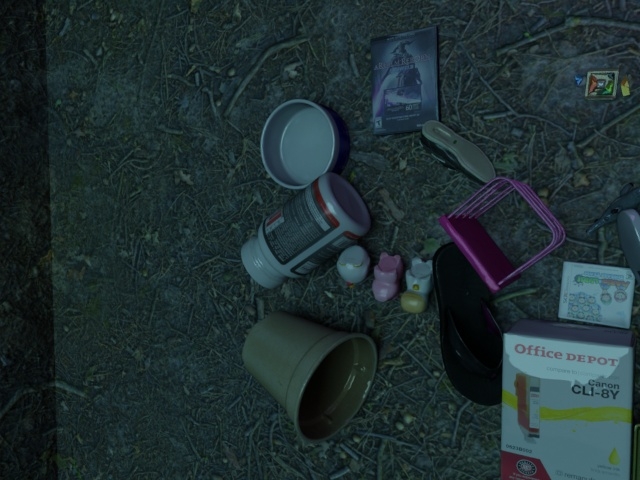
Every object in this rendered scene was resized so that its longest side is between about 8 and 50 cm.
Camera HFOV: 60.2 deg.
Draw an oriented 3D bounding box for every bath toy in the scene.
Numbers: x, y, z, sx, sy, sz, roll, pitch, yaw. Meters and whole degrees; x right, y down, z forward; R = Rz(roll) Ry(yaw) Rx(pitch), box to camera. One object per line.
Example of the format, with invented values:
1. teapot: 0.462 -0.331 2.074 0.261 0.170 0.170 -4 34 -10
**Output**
1. bath toy: 0.207 0.118 1.542 0.348 0.129 0.151 15 57 27

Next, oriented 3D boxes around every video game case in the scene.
1. video game case: 0.234 -0.438 1.533 0.196 0.026 0.274 -1 94 31
2. video game case: 0.662 0.128 1.325 0.157 0.019 0.143 7 97 30

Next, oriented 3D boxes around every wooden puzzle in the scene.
1. wooden puzzle: 0.659 -0.367 1.291 0.116 0.014 0.078 0 94 31

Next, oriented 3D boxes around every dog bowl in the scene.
1. dog bowl: -0.048 -0.286 1.666 0.265 0.104 0.265 2 95 30

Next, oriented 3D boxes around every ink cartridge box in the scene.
1. ink cartridge box: 0.583 0.400 1.310 0.279 0.160 0.384 2 95 31

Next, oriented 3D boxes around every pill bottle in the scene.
1. pill bottle: -0.051 -0.019 1.615 0.363 0.210 0.210 -35 76 26

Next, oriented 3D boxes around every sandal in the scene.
1. sandal: 0.379 0.224 1.380 0.167 0.107 0.446 -18 99 -6

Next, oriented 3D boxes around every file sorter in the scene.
1. file sorter: 0.443 -0.025 1.290 0.182 0.291 0.202 -41 73 23

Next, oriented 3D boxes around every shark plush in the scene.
1. shark plush: 0.679 -0.076 1.270 0.161 0.067 0.073 -31 78 29

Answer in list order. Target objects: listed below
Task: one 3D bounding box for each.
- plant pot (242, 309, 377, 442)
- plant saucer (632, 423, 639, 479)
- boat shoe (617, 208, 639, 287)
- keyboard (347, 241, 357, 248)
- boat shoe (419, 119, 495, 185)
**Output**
1. plant pot: -0.054 0.362 1.622 0.305 0.334 0.334 25 106 38
2. plant saucer: 0.783 0.493 1.233 0.188 0.045 0.188 0 95 2
3. boat shoe: 0.750 0.047 1.223 0.088 0.096 0.267 -22 84 3
4. keyboard: 0.000 0.000 1.712 0.256 0.014 0.072 -8 89 31
5. boat shoe: 0.360 -0.222 1.458 0.233 0.084 0.079 41 151 15
